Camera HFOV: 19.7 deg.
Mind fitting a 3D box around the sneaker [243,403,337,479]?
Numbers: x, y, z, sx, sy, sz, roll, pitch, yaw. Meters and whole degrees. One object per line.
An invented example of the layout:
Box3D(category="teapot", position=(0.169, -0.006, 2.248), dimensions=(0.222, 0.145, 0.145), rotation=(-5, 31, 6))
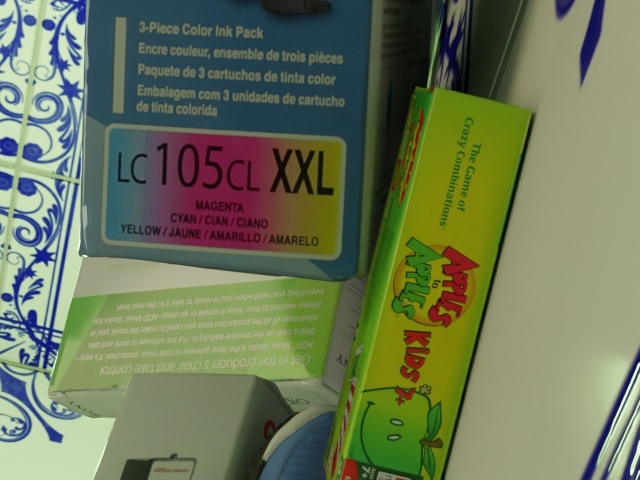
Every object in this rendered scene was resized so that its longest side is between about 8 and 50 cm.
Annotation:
Box3D(category="sneaker", position=(-0.004, 0.176, 0.890), dimensions=(0.081, 0.080, 0.211), rotation=(-33, 40, 53))

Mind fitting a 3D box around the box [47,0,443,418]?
Box3D(category="box", position=(-0.048, -0.038, 1.241), dimensions=(0.058, 0.232, 0.322), rotation=(39, -125, -45))

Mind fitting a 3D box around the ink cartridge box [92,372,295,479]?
Box3D(category="ink cartridge box", position=(-0.067, 0.194, 0.979), dimensions=(0.153, 0.086, 0.208), rotation=(61, -142, -46))

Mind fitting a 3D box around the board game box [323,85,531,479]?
Box3D(category="board game box", position=(0.044, 0.026, 0.803), dimensions=(0.092, 0.043, 0.181), rotation=(-117, 40, -84))

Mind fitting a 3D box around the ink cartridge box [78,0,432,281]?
Box3D(category="ink cartridge box", position=(-0.018, -0.195, 0.957), dimensions=(0.270, 0.151, 0.396), rotation=(-40, -45, -79))
